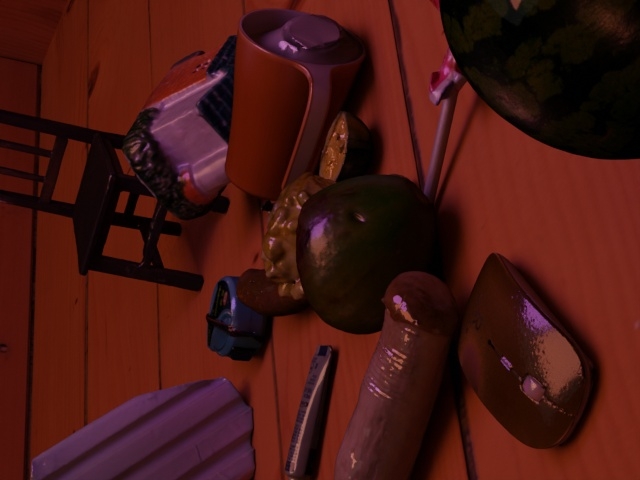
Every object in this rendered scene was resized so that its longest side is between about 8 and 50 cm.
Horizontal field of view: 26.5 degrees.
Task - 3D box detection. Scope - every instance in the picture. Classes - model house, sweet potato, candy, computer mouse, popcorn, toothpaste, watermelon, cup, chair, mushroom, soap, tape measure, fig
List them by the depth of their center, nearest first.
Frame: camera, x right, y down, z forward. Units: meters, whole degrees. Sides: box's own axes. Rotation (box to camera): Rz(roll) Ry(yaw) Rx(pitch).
[{"bbox_3d":[0.239,-0.209,1.106,0.285,0.285,0.285,-170,90,-68],"label":"watermelon"},{"bbox_3d":[0.195,0.106,1.366,0.245,0.056,0.126,-120,45,-55],"label":"computer mouse"},{"bbox_3d":[0.079,0.207,1.531,0.123,0.095,0.351,-121,40,-67],"label":"mushroom"},{"bbox_3d":[0.153,-0.194,1.563,0.124,0.124,0.365,-122,38,-58],"label":"candy"},{"bbox_3d":[0.056,0.010,1.596,0.191,0.181,0.181,-44,37,24],"label":"fig"},{"bbox_3d":[-0.010,-0.005,1.751,0.142,0.173,0.173,43,129,21],"label":"popcorn"},{"bbox_3d":[0.038,-0.119,1.820,0.105,0.062,0.105,-169,90,-76],"label":"watermelon"},{"bbox_3d":[-0.016,0.246,1.832,0.062,0.037,0.216,-5,73,67],"label":"toothpaste"},{"bbox_3d":[-0.043,-0.184,1.915,0.226,0.182,0.264,-112,31,-54],"label":"cup"},{"bbox_3d":[-0.047,0.075,1.925,0.244,0.077,0.077,1,81,58],"label":"sweet potato"},{"bbox_3d":[-0.254,0.346,2.036,0.208,0.347,0.115,49,146,15],"label":"soap"},{"bbox_3d":[-0.131,0.118,2.101,0.146,0.081,0.125,-162,80,-67],"label":"tape measure"},{"bbox_3d":[-0.128,-0.200,2.141,0.301,0.190,0.271,-25,26,35],"label":"model house"},{"bbox_3d":[-0.406,-0.075,2.395,0.240,0.416,0.203,-117,42,-56],"label":"chair"}]

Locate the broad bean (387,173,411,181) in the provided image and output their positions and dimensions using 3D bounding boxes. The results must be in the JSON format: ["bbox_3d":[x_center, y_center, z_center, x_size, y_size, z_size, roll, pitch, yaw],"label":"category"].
[{"bbox_3d":[0.089,-0.043,1.696,0.063,0.045,0.083,-106,26,-49],"label":"broad bean"}]
